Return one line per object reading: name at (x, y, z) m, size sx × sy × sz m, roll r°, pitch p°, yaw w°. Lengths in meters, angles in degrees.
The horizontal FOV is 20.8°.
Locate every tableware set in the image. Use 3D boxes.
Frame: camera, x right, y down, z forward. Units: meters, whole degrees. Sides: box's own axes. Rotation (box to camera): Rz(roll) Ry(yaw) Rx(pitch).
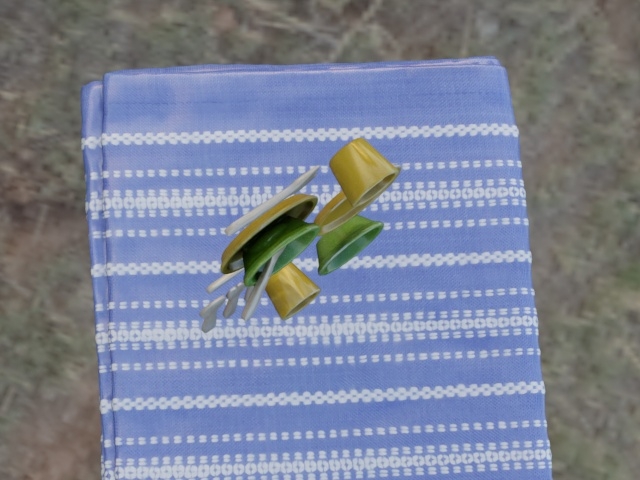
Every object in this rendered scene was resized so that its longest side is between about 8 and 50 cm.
tableware set at (0.000, 0.000, 0.724) m, size 0.104 × 0.024 × 0.154 m, roll -35°, pitch 169°, yaw -18°

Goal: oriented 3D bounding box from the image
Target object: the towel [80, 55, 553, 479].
towel at (-0.002, 0.062, 0.941) m, size 0.243 × 0.040 × 0.336 m, roll -3°, pitch 78°, yaw -6°
